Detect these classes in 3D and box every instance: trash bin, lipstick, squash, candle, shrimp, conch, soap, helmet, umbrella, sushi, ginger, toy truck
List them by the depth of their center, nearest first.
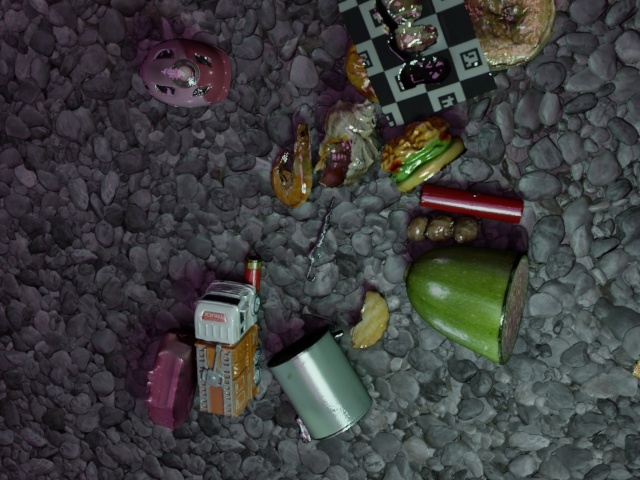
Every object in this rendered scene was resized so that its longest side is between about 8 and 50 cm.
[{"bbox_3d":[0.238,-0.504,1.543,0.296,0.100,0.373,-15,114,33],"label":"sushi"},{"bbox_3d":[0.379,0.156,1.710,0.308,0.310,0.311,9,105,27],"label":"squash"},{"bbox_3d":[0.089,-0.264,1.734,0.210,0.158,0.291,63,150,24],"label":"conch"},{"bbox_3d":[0.413,-0.103,1.735,0.279,0.073,0.073,11,104,10],"label":"lipstick"},{"bbox_3d":[0.338,-0.031,1.753,0.203,0.104,0.080,5,119,30],"label":"ginger"},{"bbox_3d":[-0.402,-0.481,1.808,0.253,0.154,0.199,6,103,17],"label":"helmet"},{"bbox_3d":[-0.075,-0.218,1.823,0.150,0.068,0.249,24,107,28],"label":"shrimp"},{"bbox_3d":[0.000,0.422,1.872,0.277,0.217,0.263,-32,94,0],"label":"trash bin"},{"bbox_3d":[-0.005,-0.001,1.875,0.044,0.044,0.269,10,105,-17],"label":"umbrella"},{"bbox_3d":[-0.288,0.330,1.909,0.173,0.207,0.388,6,111,14],"label":"toy truck"},{"bbox_3d":[-0.209,0.116,1.942,0.051,0.052,0.131,7,104,12],"label":"candle"},{"bbox_3d":[-0.461,0.428,1.990,0.127,0.220,0.325,11,104,2],"label":"soap"}]

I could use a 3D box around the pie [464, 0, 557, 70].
[{"bbox_3d":[0.469,-0.577,1.624,0.273,0.055,0.275,3,103,12],"label":"pie"}]

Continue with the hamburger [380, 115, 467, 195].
[{"bbox_3d":[0.262,-0.238,1.669,0.237,0.237,0.149,-36,93,18],"label":"hamburger"}]

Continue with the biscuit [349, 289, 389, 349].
[{"bbox_3d":[0.144,0.238,1.864,0.118,0.061,0.183,18,89,-29],"label":"biscuit"}]

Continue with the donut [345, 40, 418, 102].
[{"bbox_3d":[0.178,-0.474,1.686,0.226,0.114,0.227,3,103,12],"label":"donut"}]

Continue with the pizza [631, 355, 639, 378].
[{"bbox_3d":[0.921,0.334,1.733,0.122,0.026,0.109,-6,98,17],"label":"pizza"}]
